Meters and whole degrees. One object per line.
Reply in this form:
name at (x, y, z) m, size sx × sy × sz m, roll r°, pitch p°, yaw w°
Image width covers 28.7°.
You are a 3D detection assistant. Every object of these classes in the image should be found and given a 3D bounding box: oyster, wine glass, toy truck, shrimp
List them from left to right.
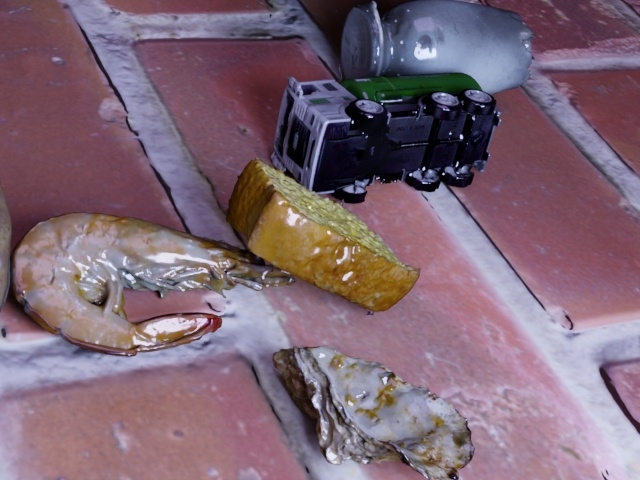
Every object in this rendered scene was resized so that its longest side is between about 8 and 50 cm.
shrimp at (-0.134, 0.037, 1.021) m, size 0.236 × 0.053 × 0.133 m, roll 7°, pitch 43°, yaw -16°
oyster at (0.034, 0.131, 0.958) m, size 0.177 × 0.056 × 0.105 m, roll 28°, pitch 32°, yaw 15°
toy truck at (0.071, -0.116, 1.254) m, size 0.242 × 0.101 × 0.125 m, roll -9°, pitch 38°, yaw -33°
wine glass at (0.128, -0.210, 1.382) m, size 0.204 × 0.111 × 0.111 m, roll -3°, pitch 40°, yaw -20°

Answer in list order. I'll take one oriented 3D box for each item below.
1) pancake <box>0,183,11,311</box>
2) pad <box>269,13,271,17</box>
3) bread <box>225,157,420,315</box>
pancake at (-0.358, -0.012, 0.892) m, size 0.286 × 0.033 × 0.288 m, roll 23°, pitch 63°, yaw -22°
pad at (0.060, -0.316, 1.531) m, size 0.314 × 0.063 × 0.375 m, roll 10°, pitch 23°, yaw 7°
bread at (0.000, 0.000, 1.060) m, size 0.187 × 0.065 × 0.103 m, roll 23°, pitch 15°, yaw -46°
